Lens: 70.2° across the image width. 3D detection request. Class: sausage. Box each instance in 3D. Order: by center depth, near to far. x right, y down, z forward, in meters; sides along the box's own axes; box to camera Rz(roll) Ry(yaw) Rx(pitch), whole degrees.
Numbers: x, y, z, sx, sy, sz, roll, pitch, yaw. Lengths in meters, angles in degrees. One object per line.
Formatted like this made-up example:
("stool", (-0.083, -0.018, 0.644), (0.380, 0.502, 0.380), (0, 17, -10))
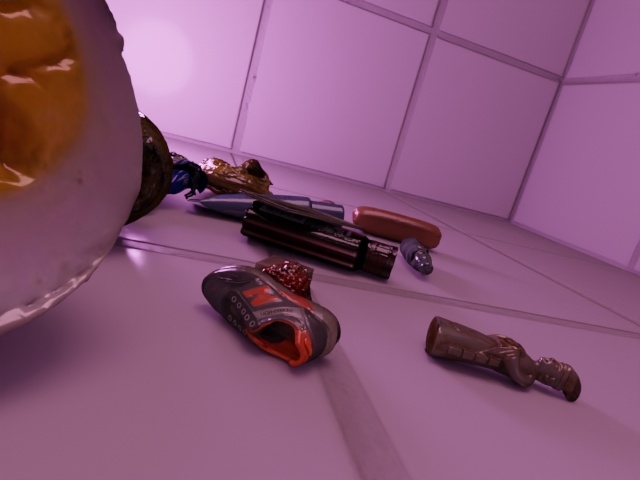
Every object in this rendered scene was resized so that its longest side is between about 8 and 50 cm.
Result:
("sausage", (0.236, -0.040, 1.410), (0.288, 0.086, 0.086), (16, 13, -3))

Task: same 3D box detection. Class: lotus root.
("lotus root", (-0.399, -0.143, 0.763), (0.345, 0.251, 0.250), (24, 15, 34))

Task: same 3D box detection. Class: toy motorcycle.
("toy motorcycle", (-0.367, -0.142, 1.046), (0.168, 0.113, 0.315), (21, 28, 7))

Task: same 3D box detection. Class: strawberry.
("strawberry", (-0.057, 0.068, 0.631), (0.096, 0.083, 0.083), (6, 14, -5))

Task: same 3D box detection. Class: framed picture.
("framed picture", (-0.039, -0.065, 0.987), (0.231, 0.010, 0.173), (11, 10, -46))

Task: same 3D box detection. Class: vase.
("vase", (0.242, 0.042, 1.126), (0.059, 0.060, 0.211), (15, 13, -4))

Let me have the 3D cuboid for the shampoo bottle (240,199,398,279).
("shampoo bottle", (0.000, 0.000, 0.968), (0.322, 0.084, 0.129), (18, 11, 5))

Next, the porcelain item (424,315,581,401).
("porcelain item", (0.259, 0.166, 0.641), (0.213, 0.054, 0.084), (18, 15, 5))

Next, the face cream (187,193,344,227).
("face cream", (-0.131, -0.078, 1.144), (0.384, 0.087, 0.135), (6, 5, -12))

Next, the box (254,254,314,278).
("box", (-0.061, 0.056, 0.761), (0.079, 0.035, 0.083), (19, 13, 16))

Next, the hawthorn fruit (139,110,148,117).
("hawthorn fruit", (-0.530, -0.265, 1.193), (0.249, 0.216, 0.215), (11, 14, -14))

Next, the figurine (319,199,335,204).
("figurine", (0.022, -0.090, 1.398), (0.083, 0.071, 0.067), (8, 55, -1))

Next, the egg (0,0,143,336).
("egg", (-0.386, -0.090, 0.368), (0.339, 0.355, 0.354), (0, 4, 30))

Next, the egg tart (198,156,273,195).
("egg tart", (-0.240, -0.176, 1.298), (0.296, 0.132, 0.297), (16, 1, 0))

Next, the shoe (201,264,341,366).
("shoe", (-0.074, 0.088, 0.546), (0.194, 0.074, 0.077), (23, 20, 20))
